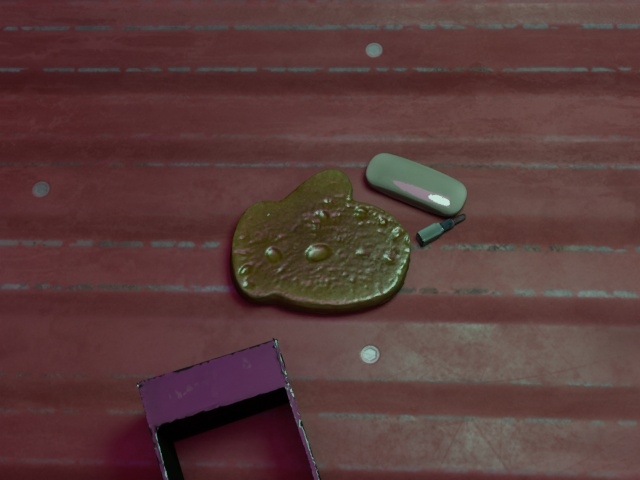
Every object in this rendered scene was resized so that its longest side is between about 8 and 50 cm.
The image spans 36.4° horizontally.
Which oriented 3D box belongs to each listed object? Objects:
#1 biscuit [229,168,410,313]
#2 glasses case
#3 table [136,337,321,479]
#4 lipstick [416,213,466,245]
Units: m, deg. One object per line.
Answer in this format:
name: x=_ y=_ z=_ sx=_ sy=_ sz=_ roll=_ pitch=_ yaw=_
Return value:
biscuit: x=0.000 y=0.001 z=1.859 sx=0.344 sy=0.057 sz=0.287 roll=1 pitch=68 yaw=4
glasses case: x=0.186 y=-0.109 z=1.899 sx=0.204 sy=0.051 sz=0.081 roll=24 pitch=71 yaw=12
table: x=-0.142 y=0.353 z=1.650 sx=0.251 sy=0.196 sz=0.281 roll=-18 pitch=70 yaw=-6
lipstick: x=0.235 y=-0.026 z=1.877 sx=0.107 sy=0.025 sz=0.025 roll=-28 pitch=68 yaw=-15
